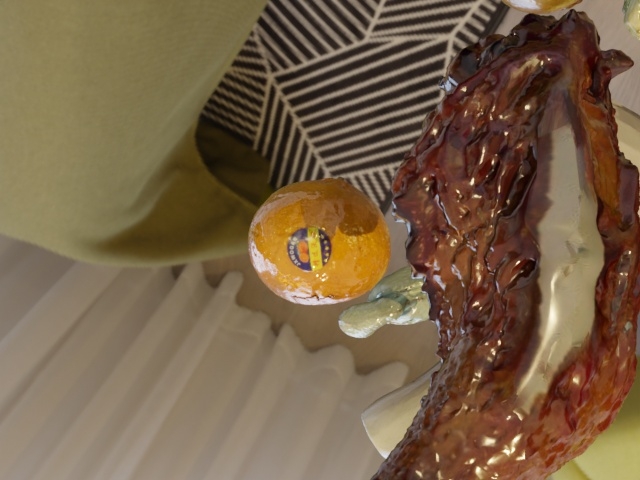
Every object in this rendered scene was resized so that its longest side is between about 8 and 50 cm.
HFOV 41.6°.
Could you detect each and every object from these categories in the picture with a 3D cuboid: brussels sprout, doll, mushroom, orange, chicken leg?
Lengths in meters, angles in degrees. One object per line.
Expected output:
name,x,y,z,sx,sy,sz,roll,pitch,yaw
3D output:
brussels sprout,0.642,-0.471,1.589,0.181,0.139,0.100,-45,117,4
doll,0.120,0.061,1.017,0.072,0.214,0.103,68,157,8
mushroom,0.209,0.238,1.333,0.328,0.159,0.122,-41,75,16
orange,-0.002,0.002,1.276,0.219,0.219,0.193,-10,83,32
chicken leg,0.079,0.053,0.431,0.158,0.407,0.096,28,165,2

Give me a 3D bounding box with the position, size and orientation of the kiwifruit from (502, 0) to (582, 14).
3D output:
kiwifruit,0.292,-0.415,1.113,0.196,0.196,0.234,-14,121,34

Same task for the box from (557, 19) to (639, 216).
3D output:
box,0.270,-0.055,0.892,0.206,0.291,0.262,18,125,-20
